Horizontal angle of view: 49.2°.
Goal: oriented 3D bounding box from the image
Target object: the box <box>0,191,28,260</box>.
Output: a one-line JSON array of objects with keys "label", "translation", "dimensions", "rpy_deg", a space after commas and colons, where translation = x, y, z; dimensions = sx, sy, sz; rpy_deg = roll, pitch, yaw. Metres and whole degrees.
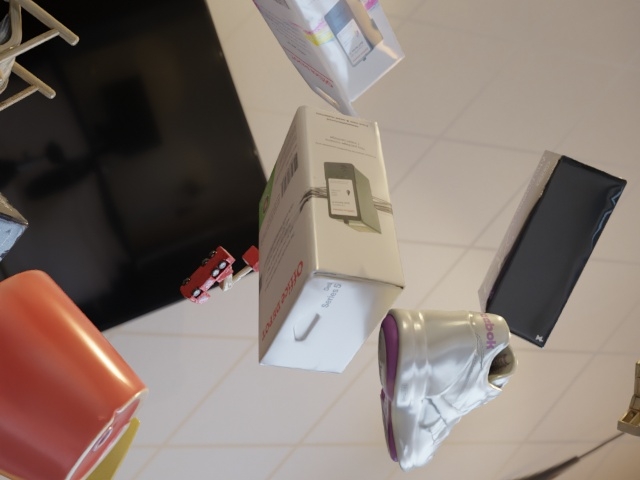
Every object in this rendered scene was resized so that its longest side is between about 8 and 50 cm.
[{"label": "box", "translation": [-0.530, -0.086, 0.676], "dimensions": [0.343, 0.179, 0.312], "rpy_deg": [40, 2, 21]}]

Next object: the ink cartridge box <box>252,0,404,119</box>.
[{"label": "ink cartridge box", "translation": [-0.005, -0.350, 1.053], "dimensions": [0.207, 0.119, 0.353], "rpy_deg": [46, -4, 43]}]

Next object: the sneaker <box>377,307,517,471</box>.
[{"label": "sneaker", "translation": [0.143, 0.179, 0.793], "dimensions": [0.305, 0.152, 0.114], "rpy_deg": [83, 0, -54]}]

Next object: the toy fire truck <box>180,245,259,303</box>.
[{"label": "toy fire truck", "translation": [-0.228, 0.080, 1.654], "dimensions": [0.047, 0.192, 0.135], "rpy_deg": [41, -4, 32]}]

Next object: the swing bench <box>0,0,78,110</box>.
[{"label": "swing bench", "translation": [-0.596, -0.373, 1.244], "dimensions": [0.255, 0.165, 0.253], "rpy_deg": [53, -31, -7]}]

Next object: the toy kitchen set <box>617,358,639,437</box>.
[{"label": "toy kitchen set", "translation": [0.468, 0.226, 0.982], "dimensions": [0.068, 0.075, 0.083], "rpy_deg": [12, -66, 42]}]

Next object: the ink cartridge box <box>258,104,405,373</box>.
[{"label": "ink cartridge box", "translation": [0.000, 0.000, 0.876], "dimensions": [0.198, 0.114, 0.273], "rpy_deg": [119, -25, -45]}]

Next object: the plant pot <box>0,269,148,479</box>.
[{"label": "plant pot", "translation": [-0.404, 0.220, 1.008], "dimensions": [0.243, 0.275, 0.275], "rpy_deg": [36, -20, 5]}]

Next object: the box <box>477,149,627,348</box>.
[{"label": "box", "translation": [0.337, 0.004, 1.052], "dimensions": [0.184, 0.103, 0.261], "rpy_deg": [-52, 165, -77]}]

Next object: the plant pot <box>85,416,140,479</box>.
[{"label": "plant pot", "translation": [-0.475, 0.354, 1.323], "dimensions": [0.212, 0.187, 0.212], "rpy_deg": [8, -44, 47]}]
